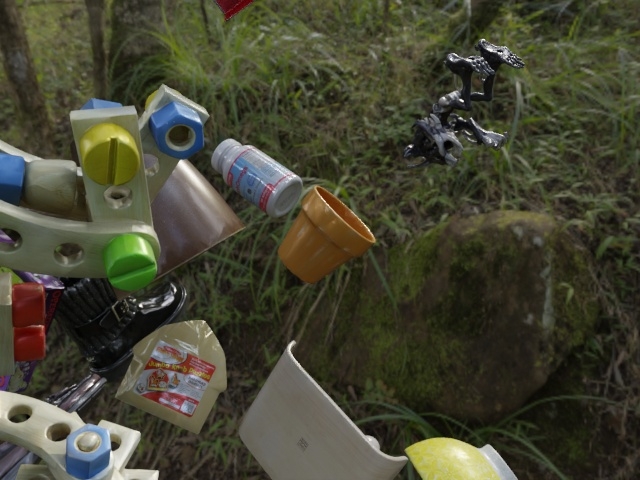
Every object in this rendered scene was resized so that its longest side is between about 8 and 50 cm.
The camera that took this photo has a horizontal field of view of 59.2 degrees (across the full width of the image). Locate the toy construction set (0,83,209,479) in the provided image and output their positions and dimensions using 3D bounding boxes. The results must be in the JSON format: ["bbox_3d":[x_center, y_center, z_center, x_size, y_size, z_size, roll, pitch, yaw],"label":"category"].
[{"bbox_3d":[-0.193,0.055,0.377,0.215,0.328,0.151,-2,22,-28],"label":"toy construction set"}]

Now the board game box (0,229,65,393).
[{"bbox_3d":[-0.588,0.078,0.967,0.347,0.208,0.056,33,11,24],"label":"board game box"}]

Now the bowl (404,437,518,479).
[{"bbox_3d":[0.318,0.511,1.151,0.156,0.289,0.289,-34,23,-3],"label":"bowl"}]

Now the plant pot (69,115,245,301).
[{"bbox_3d":[-0.263,-0.063,0.839,0.215,0.230,0.215,-30,5,3],"label":"plant pot"}]

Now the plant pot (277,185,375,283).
[{"bbox_3d":[0.000,0.000,1.408,0.188,0.205,0.205,-47,16,12],"label":"plant pot"}]

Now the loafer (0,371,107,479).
[{"bbox_3d":[-0.506,0.334,0.999,0.095,0.109,0.302,35,38,-1],"label":"loafer"}]

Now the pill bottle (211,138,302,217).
[{"bbox_3d":[-0.117,-0.115,1.013,0.160,0.087,0.087,35,39,21],"label":"pill bottle"}]

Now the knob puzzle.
[{"bbox_3d":[-0.269,0.244,1.085,0.213,0.213,0.030,-16,-6,-17],"label":"knob puzzle"}]

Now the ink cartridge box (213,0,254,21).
[{"bbox_3d":[-0.127,-0.653,1.238,0.309,0.130,0.272,-31,34,15],"label":"ink cartridge box"}]

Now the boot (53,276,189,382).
[{"bbox_3d":[-0.467,0.133,1.339,0.131,0.260,0.348,-8,27,26],"label":"boot"}]

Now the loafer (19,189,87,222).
[{"bbox_3d":[-0.592,-0.080,1.370,0.268,0.102,0.092,-2,-23,-14],"label":"loafer"}]

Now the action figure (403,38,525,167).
[{"bbox_3d":[0.250,-0.209,1.020,0.164,0.276,0.141,-23,61,-29],"label":"action figure"}]

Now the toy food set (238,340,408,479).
[{"bbox_3d":[-0.008,0.372,1.065,0.306,0.220,0.092,42,23,27],"label":"toy food set"}]
